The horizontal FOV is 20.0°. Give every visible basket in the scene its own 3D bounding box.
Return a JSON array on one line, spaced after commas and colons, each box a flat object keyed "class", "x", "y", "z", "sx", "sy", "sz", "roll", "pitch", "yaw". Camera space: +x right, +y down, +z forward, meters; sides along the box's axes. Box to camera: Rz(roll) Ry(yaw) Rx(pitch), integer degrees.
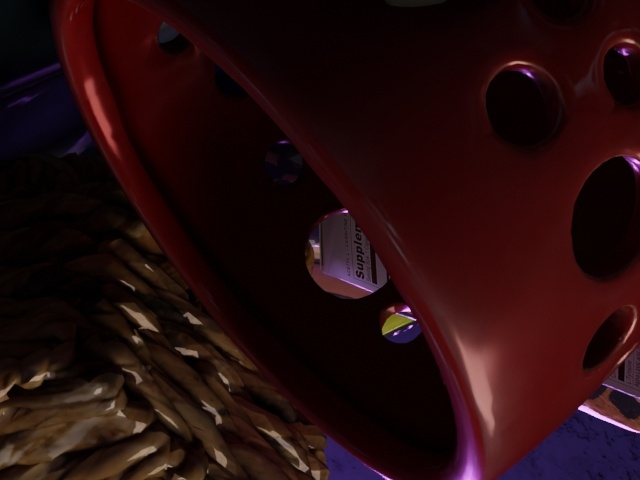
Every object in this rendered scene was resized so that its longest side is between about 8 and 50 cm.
[{"class": "basket", "x": -0.165, "y": 0.071, "z": 0.690, "sx": 0.299, "sy": 0.213, "sz": 0.223, "roll": -27, "pitch": -143, "yaw": 18}]

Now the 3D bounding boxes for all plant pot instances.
[{"class": "plant pot", "x": 0.041, "y": -0.050, "z": 0.535, "sx": 0.174, "sy": 0.191, "sz": 0.191, "roll": -41, "pitch": 180, "yaw": -18}]

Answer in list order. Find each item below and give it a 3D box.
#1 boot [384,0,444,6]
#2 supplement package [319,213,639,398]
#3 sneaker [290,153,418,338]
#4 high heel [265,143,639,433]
[{"class": "boot", "x": 0.095, "y": -0.160, "z": 0.390, "sx": 0.246, "sy": 0.083, "sz": 0.161, "roll": -37, "pitch": 172, "yaw": -18}, {"class": "supplement package", "x": 0.133, "y": -0.054, "z": 0.750, "sx": 0.203, "sy": 0.149, "sz": 0.194, "roll": 22, "pitch": -144, "yaw": 35}, {"class": "sneaker", "x": 0.000, "y": 0.000, "z": 0.974, "sx": 0.295, "sy": 0.123, "sz": 0.109, "roll": -20, "pitch": 168, "yaw": -37}, {"class": "high heel", "x": 0.034, "y": 0.034, "z": 0.845, "sx": 0.186, "sy": 0.261, "sz": 0.093, "roll": -37, "pitch": 165, "yaw": -41}]
